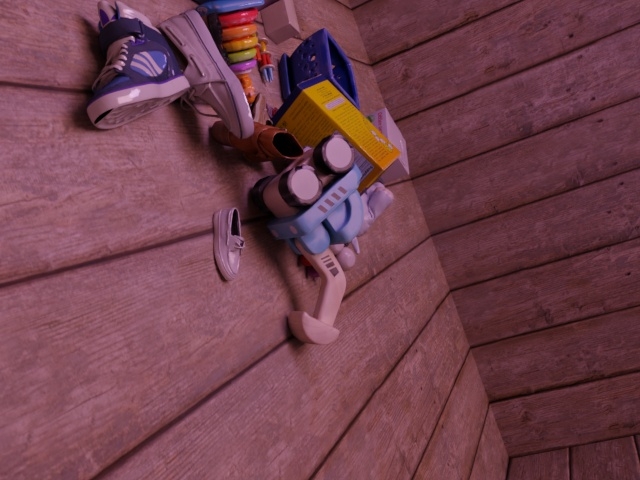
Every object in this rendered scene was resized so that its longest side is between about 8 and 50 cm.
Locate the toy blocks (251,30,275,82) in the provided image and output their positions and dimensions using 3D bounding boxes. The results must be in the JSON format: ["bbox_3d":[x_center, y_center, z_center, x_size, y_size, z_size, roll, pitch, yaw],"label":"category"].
[{"bbox_3d":[-0.196,-0.595,2.147,0.123,0.054,0.148,16,58,-65],"label":"toy blocks"}]

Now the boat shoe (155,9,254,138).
[{"bbox_3d":[-0.301,-0.388,1.603,0.367,0.156,0.136,62,-20,8],"label":"boat shoe"}]

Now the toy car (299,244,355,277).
[{"bbox_3d":[0.003,0.048,2.006,0.136,0.159,0.182,-53,130,-23],"label":"toy car"}]

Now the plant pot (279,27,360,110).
[{"bbox_3d":[-0.011,-0.565,2.349,0.236,0.212,0.236,36,39,-55],"label":"plant pot"}]

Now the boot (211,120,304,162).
[{"bbox_3d":[-0.124,-0.261,1.770,0.283,0.220,0.109,19,86,-55],"label":"boot"}]

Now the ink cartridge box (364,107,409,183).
[{"bbox_3d":[0.175,-0.333,2.522,0.197,0.270,0.198,50,29,-41],"label":"ink cartridge box"}]

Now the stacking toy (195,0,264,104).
[{"bbox_3d":[-0.240,-0.539,1.902,0.175,0.165,0.302,27,-47,55],"label":"stacking toy"}]

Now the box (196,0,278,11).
[{"bbox_3d":[-0.225,-0.808,1.923,0.294,0.296,0.183,-2,73,-67],"label":"box"}]

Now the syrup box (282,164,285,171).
[{"bbox_3d":[-0.066,-0.169,2.049,0.093,0.096,0.237,58,26,-28],"label":"syrup box"}]

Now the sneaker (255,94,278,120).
[{"bbox_3d":[-0.169,-0.417,2.077,0.067,0.042,0.118,-76,149,-48],"label":"sneaker"}]

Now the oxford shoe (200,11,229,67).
[{"bbox_3d":[-0.300,-0.500,1.797,0.083,0.096,0.227,-101,179,-56],"label":"oxford shoe"}]

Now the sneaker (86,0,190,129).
[{"bbox_3d":[-0.421,-0.374,1.357,0.236,0.130,0.323,57,28,-8],"label":"sneaker"}]

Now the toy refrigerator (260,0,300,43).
[{"bbox_3d":[-0.159,-0.858,2.389,0.094,0.102,0.270,20,54,-63],"label":"toy refrigerator"}]

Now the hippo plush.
[{"bbox_3d":[0.080,-0.140,2.308,0.236,0.234,0.294,42,75,-21],"label":"hippo plush"}]

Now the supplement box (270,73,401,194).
[{"bbox_3d":[0.039,-0.303,2.023,0.356,0.194,0.195,45,33,1],"label":"supplement box"}]

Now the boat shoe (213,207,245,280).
[{"bbox_3d":[-0.213,0.005,1.593,0.066,0.063,0.184,40,37,-52],"label":"boat shoe"}]

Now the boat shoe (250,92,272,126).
[{"bbox_3d":[-0.176,-0.354,1.952,0.072,0.068,0.190,18,54,-15],"label":"boat shoe"}]

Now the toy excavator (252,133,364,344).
[{"bbox_3d":[0.000,0.000,1.811,0.433,0.222,0.445,-45,107,-26],"label":"toy excavator"}]
